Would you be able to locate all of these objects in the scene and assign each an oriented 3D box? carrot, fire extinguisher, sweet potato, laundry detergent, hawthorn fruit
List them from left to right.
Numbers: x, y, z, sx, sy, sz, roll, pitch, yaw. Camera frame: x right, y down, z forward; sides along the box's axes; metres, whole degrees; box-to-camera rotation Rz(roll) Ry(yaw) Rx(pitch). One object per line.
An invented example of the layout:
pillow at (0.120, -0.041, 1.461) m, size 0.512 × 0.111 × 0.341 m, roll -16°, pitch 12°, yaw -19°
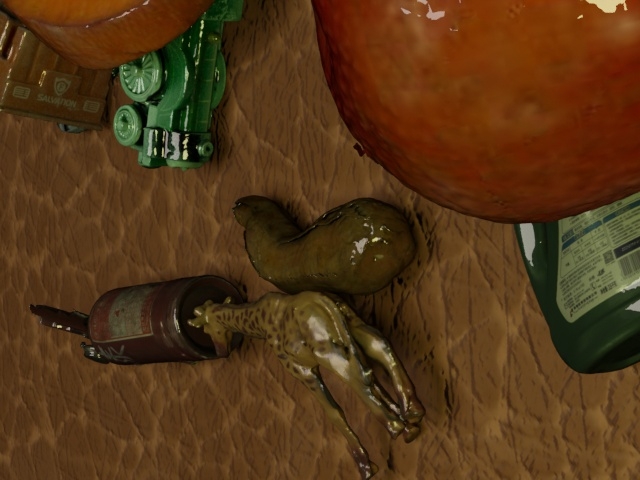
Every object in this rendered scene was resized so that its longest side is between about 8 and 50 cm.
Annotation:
carrot at (-0.174, -0.276, 1.456) m, size 0.307 × 0.100 × 0.258 m, roll 27°, pitch 91°, yaw 48°
fire extinguisher at (-0.175, 0.065, 1.546) m, size 0.106 × 0.075 × 0.252 m, roll 47°, pitch 151°, yaw -23°
sweet potato at (-0.002, 0.006, 1.341) m, size 0.233 × 0.062 × 0.081 m, roll 4°, pitch 86°, yaw 57°
hawthorn fruit at (0.139, -0.163, 0.938) m, size 0.311 × 0.295 × 0.295 m, roll -23°, pitch 70°, yaw 17°
laundry detergent at (0.171, -0.035, 1.085) m, size 0.144 × 0.078 × 0.222 m, roll -44°, pitch 59°, yaw 46°

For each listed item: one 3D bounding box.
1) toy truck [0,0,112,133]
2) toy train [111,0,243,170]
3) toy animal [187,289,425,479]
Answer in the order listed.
toy truck at (-0.330, -0.242, 1.716) m, size 0.338 × 0.133 × 0.184 m, roll 34°, pitch 108°, yaw 44°
toy train at (-0.125, -0.145, 1.492) m, size 0.104 × 0.071 × 0.178 m, roll 19°, pitch 106°, yaw 40°
toy animal at (-0.016, 0.086, 1.332) m, size 0.275 × 0.054 × 0.149 m, roll 32°, pitch 142°, yaw 38°
